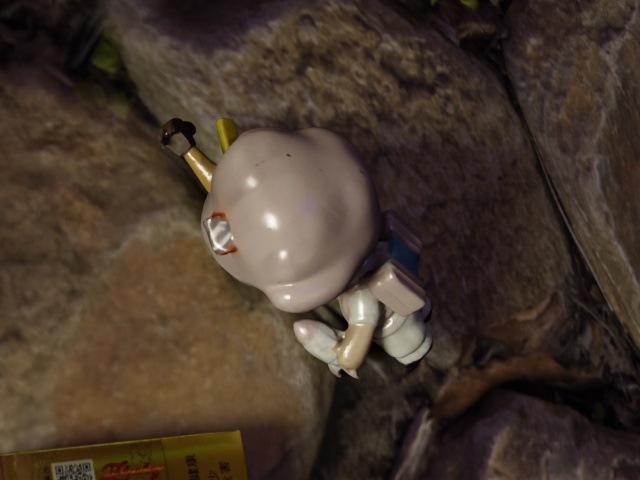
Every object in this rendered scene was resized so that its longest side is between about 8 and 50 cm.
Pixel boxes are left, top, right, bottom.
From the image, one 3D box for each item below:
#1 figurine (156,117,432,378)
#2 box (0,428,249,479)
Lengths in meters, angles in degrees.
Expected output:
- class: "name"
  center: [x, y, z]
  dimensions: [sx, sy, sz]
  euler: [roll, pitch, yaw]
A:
- class: "figurine"
  center: [0.000, 0.000, 0.703]
  dimensions: [0.229, 0.112, 0.137]
  euler: [43, 40, -33]
- class: "box"
  center: [-0.100, 0.148, 0.590]
  dimensions: [0.156, 0.022, 0.089]
  euler: [0, 68, -43]
